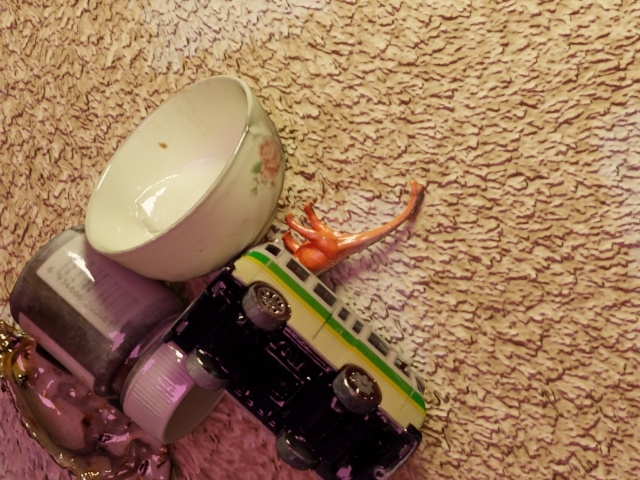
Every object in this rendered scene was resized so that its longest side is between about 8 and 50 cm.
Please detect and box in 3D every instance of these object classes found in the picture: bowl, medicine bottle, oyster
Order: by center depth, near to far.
[{"bbox_3d":[-0.148,-0.056,1.815,0.277,0.145,0.277,-29,36,24],"label":"bowl"},{"bbox_3d":[-0.249,0.119,1.866,0.273,0.165,0.165,40,101,15],"label":"medicine bottle"},{"bbox_3d":[-0.326,0.226,1.943,0.345,0.078,0.128,41,80,18],"label":"oyster"}]

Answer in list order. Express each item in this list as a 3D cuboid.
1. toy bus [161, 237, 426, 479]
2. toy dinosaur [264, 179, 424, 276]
[{"bbox_3d":[-0.014,0.149,1.752,0.305,0.179,0.143,42,118,0],"label":"toy bus"},{"bbox_3d":[0.001,-0.001,1.841,0.279,0.055,0.101,-41,87,14],"label":"toy dinosaur"}]
